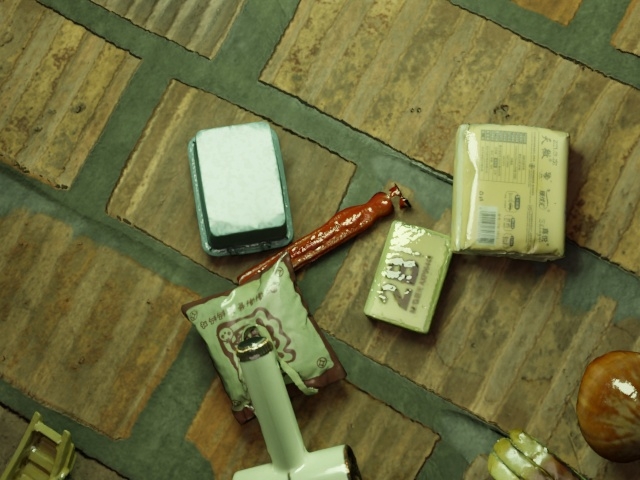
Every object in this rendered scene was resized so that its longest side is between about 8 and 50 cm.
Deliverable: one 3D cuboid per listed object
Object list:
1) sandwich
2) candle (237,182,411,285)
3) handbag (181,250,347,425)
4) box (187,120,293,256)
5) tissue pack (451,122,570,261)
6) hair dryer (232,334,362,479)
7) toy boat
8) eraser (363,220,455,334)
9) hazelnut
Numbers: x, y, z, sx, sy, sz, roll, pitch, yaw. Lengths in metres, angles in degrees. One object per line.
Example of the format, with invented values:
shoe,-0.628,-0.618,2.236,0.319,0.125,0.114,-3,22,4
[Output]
sandwich,0.360,0.386,1.654,0.249,0.273,0.095,44,91,15
candle,0.000,0.000,1.894,0.329,0.048,0.051,-30,36,5
handbag,-0.096,0.166,1.849,0.213,0.127,0.235,-26,91,7
box,-0.137,-0.094,1.891,0.162,0.130,0.227,-8,79,-6
tissue pack,0.311,-0.081,1.810,0.186,0.090,0.222,3,80,-6
hair dryer,-0.067,0.305,1.771,0.203,0.128,0.362,-16,102,8
toy boat,-0.549,0.502,1.862,0.136,0.162,0.445,27,87,16
eraser,0.151,0.062,1.850,0.117,0.058,0.172,17,85,12
hazelnut,0.479,0.251,1.702,0.182,0.182,0.182,-2,81,10
